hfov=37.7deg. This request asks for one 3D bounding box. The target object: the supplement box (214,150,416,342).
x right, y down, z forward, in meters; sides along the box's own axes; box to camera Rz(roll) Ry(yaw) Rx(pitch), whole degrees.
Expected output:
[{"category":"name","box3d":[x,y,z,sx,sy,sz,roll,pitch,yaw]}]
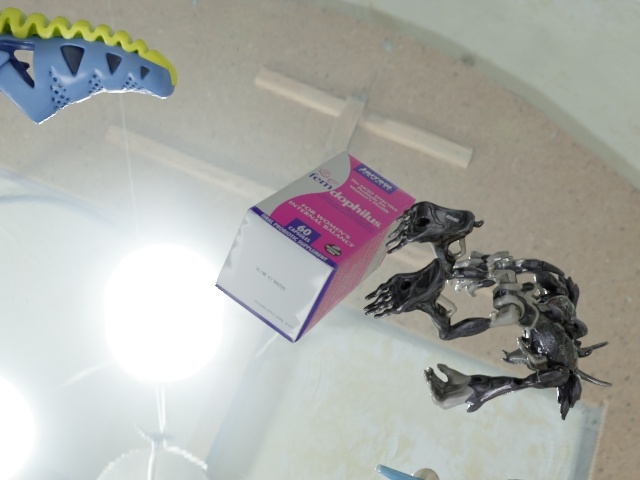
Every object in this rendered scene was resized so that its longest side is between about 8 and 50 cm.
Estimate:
[{"category":"supplement box","box3d":[0.000,0.000,1.045,0.111,0.114,0.220,35,-148,12]}]

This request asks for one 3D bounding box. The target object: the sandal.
[{"category":"sandal","box3d":[-0.332,-0.205,1.144,0.317,0.126,0.138,10,-91,3]}]

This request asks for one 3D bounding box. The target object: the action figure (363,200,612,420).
[{"category":"action figure","box3d":[0.162,0.073,0.899,0.276,0.141,0.164,34,-126,-33]}]

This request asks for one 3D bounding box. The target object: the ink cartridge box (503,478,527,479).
[{"category":"ink cartridge box","box3d":[0.031,0.211,0.247,0.189,0.097,0.255,-8,-97,-25]}]

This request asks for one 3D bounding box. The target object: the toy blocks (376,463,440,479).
[{"category":"toy blocks","box3d":[0.104,0.251,0.766,0.148,0.054,0.123,28,-142,-20]}]
